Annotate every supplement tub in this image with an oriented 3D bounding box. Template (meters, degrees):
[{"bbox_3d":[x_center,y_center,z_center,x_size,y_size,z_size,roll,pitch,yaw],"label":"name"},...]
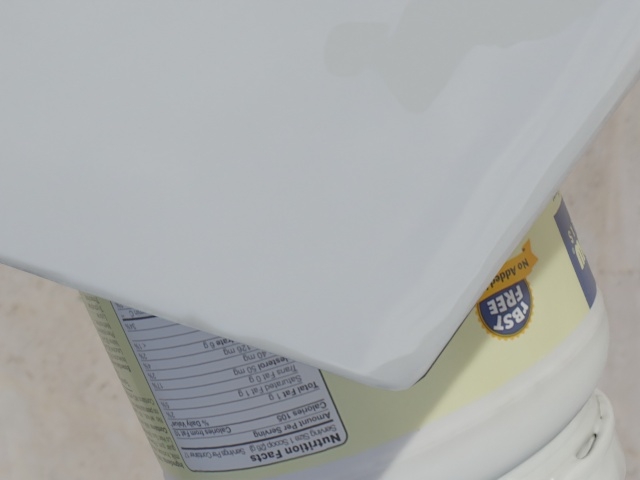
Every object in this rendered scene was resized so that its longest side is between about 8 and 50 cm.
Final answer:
[{"bbox_3d":[0.000,0.000,0.780,0.235,0.235,0.324,-14,106,37],"label":"supplement tub"}]

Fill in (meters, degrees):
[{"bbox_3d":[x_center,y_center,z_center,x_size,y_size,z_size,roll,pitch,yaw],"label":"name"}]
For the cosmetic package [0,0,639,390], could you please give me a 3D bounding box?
[{"bbox_3d":[-0.059,-0.241,0.414,0.327,0.393,0.329,20,126,-18],"label":"cosmetic package"}]
